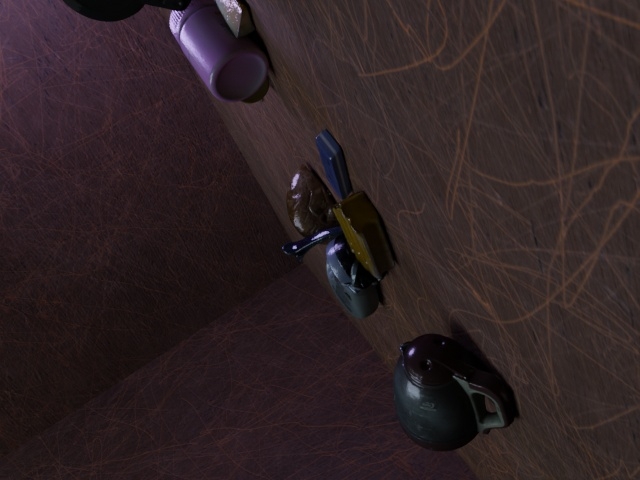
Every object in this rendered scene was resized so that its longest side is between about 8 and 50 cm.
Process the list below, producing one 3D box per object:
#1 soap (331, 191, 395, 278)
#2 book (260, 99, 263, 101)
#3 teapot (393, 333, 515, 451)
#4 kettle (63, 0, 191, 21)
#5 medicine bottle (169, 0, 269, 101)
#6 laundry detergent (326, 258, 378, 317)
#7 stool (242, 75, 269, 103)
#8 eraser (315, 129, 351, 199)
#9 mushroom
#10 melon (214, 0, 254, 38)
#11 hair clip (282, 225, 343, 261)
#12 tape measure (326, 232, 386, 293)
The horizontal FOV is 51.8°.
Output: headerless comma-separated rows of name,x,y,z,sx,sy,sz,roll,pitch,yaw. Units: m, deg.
soap,0.109,-0.031,1.751,0.160,0.080,0.257,50,170,41
book,-0.237,-0.542,2.158,0.118,0.012,0.172,54,173,23
teapot,0.324,0.370,1.625,0.315,0.233,0.312,19,148,27
kettle,-0.446,-0.704,1.587,0.250,0.361,0.376,123,153,-45
medicine bottle,-0.281,-0.532,1.804,0.290,0.178,0.178,55,173,30
laundry detergent,0.110,0.129,2.326,0.264,0.125,0.398,56,172,14
stool,-0.220,-0.474,1.934,0.110,0.134,0.135,57,130,45
eraser,0.036,-0.193,1.711,0.082,0.036,0.225,56,174,28
mushroom,-0.031,-0.098,2.150,0.285,0.151,0.156,57,172,-2
melon,-0.236,-0.610,1.679,0.182,0.054,0.098,54,167,22
hair clip,0.000,0.000,2.089,0.083,0.275,0.048,36,-131,-32
tape measure,0.098,0.065,1.963,0.181,0.107,0.182,59,-154,8
